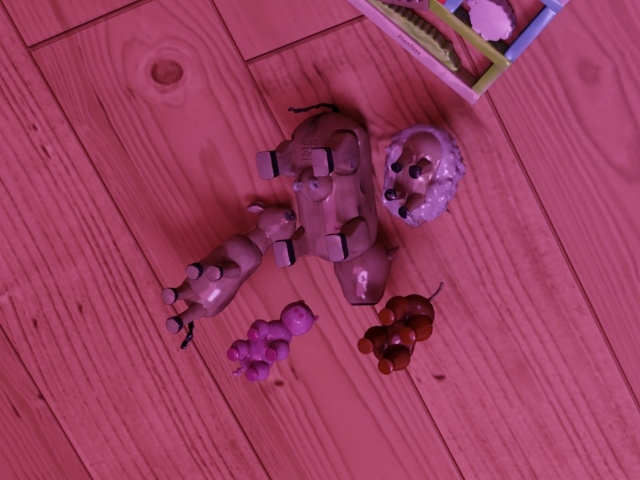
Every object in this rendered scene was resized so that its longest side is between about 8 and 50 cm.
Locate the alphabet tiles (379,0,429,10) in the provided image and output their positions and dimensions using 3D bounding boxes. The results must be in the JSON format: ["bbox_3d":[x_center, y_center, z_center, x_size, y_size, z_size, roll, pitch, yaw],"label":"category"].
[{"bbox_3d":[0.053,-0.330,1.901,0.198,0.009,0.237,14,144,14],"label":"alphabet tiles"}]

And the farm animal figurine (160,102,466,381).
[{"bbox_3d":[0.000,0.000,2.112,0.330,0.172,0.326,14,110,23],"label":"farm animal figurine"}]

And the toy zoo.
[{"bbox_3d":[0.176,-0.300,1.945,0.192,0.030,0.293,39,124,-3],"label":"toy zoo"}]
